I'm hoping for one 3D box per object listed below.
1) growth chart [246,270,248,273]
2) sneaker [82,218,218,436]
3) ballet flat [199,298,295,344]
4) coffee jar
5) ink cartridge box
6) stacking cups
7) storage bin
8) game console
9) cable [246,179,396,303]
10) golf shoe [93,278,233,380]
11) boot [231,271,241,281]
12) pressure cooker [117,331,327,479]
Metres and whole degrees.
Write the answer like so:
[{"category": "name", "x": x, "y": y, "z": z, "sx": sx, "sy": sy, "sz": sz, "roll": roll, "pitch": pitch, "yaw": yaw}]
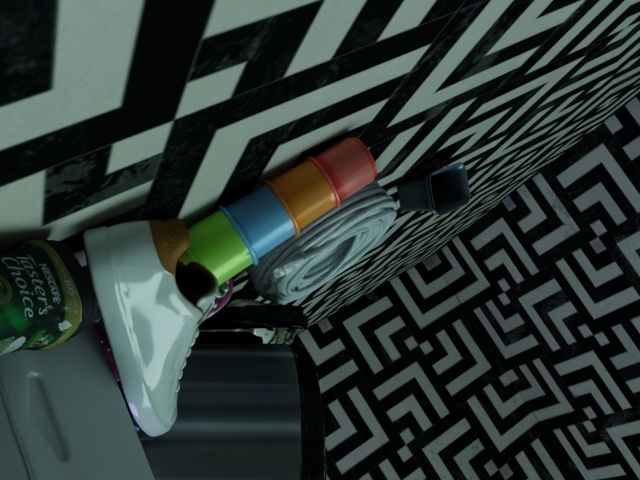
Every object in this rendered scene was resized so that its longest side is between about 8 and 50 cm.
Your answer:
[{"category": "growth chart", "x": -0.016, "y": -0.015, "z": 1.387, "sx": 0.237, "sy": 0.021, "sz": 0.172, "roll": -26, "pitch": 168, "yaw": -26}, {"category": "sneaker", "x": -0.160, "y": 0.100, "z": 0.830, "sx": 0.123, "sy": 0.106, "sz": 0.290, "roll": -14, "pitch": 134, "yaw": -15}, {"category": "ballet flat", "x": -0.221, "y": 0.214, "z": 1.567, "sx": 0.483, "sy": 0.164, "sz": 0.182, "roll": -24, "pitch": 148, "yaw": -37}, {"category": "coffee jar", "x": -0.269, "y": 0.052, "z": 0.640, "sx": 0.079, "sy": 0.096, "sz": 0.184, "roll": -35, "pitch": 171, "yaw": 21}, {"category": "ink cartridge box", "x": -0.371, "y": 0.267, "z": 0.765, "sx": 0.395, "sy": 0.285, "sz": 0.166, "roll": -35, "pitch": 159, "yaw": 16}, {"category": "stacking cups", "x": -0.071, "y": -0.018, "z": 0.942, "sx": 0.316, "sy": 0.096, "sz": 0.096, "roll": -31, "pitch": 171, "yaw": -10}, {"category": "storage bin", "x": 0.213, "y": -0.103, "z": 1.519, "sx": 0.091, "sy": 0.098, "sz": 0.135, "roll": -3, "pitch": -167, "yaw": 40}, {"category": "game console", "x": -0.120, "y": 0.125, "z": 1.248, "sx": 0.213, "sy": 0.044, "sz": 0.361, "roll": 0, "pitch": 174, "yaw": -14}, {"category": "cable", "x": 0.000, "y": 0.000, "z": 1.228, "sx": 0.257, "sy": 0.089, "sz": 0.257, "roll": -35, "pitch": 165, "yaw": -12}, {"category": "golf shoe", "x": -0.254, "y": 0.116, "z": 0.999, "sx": 0.306, "sy": 0.115, "sz": 0.140, "roll": -26, "pitch": 173, "yaw": -35}, {"category": "boot", "x": -0.185, "y": 0.077, "z": 1.199, "sx": 0.158, "sy": 0.059, "sz": 0.084, "roll": -36, "pitch": 175, "yaw": 15}, {"category": "pressure cooker", "x": -0.223, "y": 0.340, "z": 1.266, "sx": 0.420, "sy": 0.370, "sz": 0.375, "roll": 2, "pitch": -170, "yaw": -11}]
